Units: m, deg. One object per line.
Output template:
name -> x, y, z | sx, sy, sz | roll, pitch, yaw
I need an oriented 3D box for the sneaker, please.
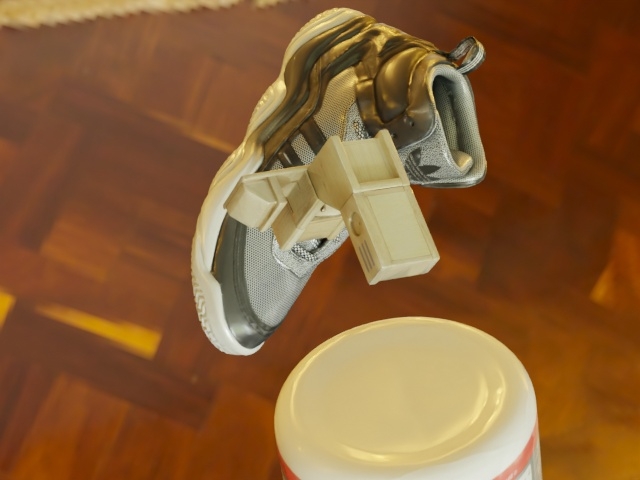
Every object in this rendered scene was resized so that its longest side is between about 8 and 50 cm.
sneaker -> 0.019, -0.039, 1.369 | 0.153, 0.101, 0.268 | 9, 68, 38

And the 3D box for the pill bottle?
pill bottle -> 0.086, 0.261, 1.668 | 0.210, 0.363, 0.210 | -5, 37, 4

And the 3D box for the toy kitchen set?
toy kitchen set -> 0.000, 0.000, 0.975 | 0.068, 0.083, 0.075 | -9, 66, -29
